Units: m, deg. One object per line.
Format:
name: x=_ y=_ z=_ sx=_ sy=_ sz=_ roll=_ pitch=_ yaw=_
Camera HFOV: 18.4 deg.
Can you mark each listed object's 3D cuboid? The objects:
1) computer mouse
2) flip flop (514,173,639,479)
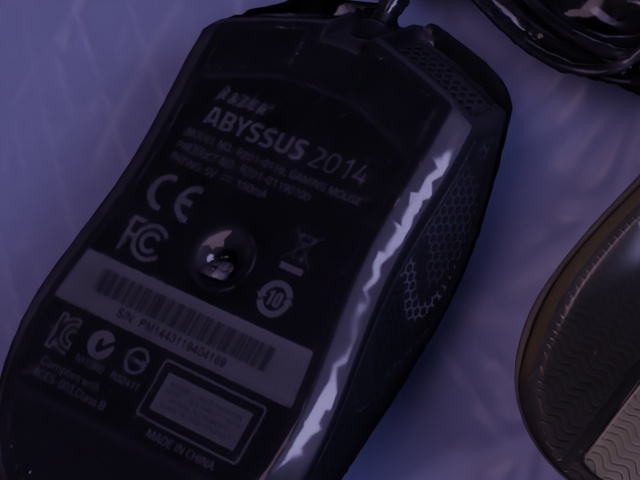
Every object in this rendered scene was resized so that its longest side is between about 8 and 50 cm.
computer mouse: x=0.000 y=0.000 z=0.654 sx=0.188 sy=0.072 sz=0.272 roll=29 pitch=80 yaw=28
flip flop: x=0.167 y=-0.030 z=0.567 sx=0.277 sy=0.080 sz=0.112 roll=-43 pitch=96 yaw=1
